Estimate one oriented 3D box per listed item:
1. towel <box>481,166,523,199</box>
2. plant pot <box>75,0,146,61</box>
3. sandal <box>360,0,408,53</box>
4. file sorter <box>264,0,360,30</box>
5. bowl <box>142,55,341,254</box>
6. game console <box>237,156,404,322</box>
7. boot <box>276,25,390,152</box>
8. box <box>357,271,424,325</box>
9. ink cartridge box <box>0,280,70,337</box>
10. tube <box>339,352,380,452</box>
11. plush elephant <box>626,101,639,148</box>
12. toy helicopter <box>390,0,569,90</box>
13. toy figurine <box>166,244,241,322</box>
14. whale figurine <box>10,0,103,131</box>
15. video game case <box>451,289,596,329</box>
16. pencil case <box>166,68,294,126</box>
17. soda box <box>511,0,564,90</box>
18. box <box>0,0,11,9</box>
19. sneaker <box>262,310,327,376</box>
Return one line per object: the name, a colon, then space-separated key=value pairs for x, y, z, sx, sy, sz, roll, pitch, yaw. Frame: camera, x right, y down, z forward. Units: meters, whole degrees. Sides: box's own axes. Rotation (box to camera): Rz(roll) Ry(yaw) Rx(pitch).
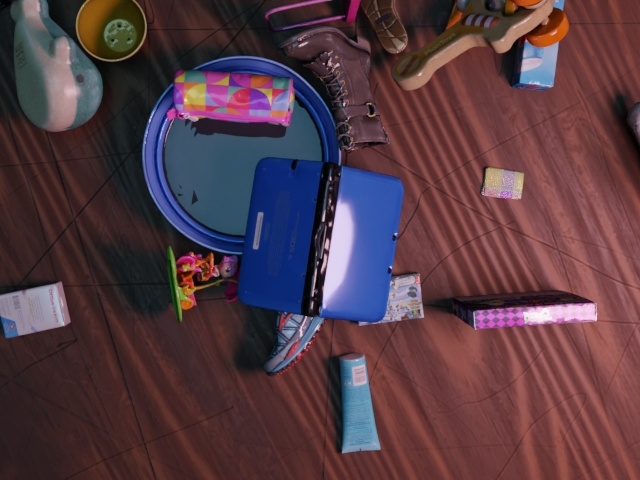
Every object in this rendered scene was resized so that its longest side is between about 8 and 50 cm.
towel: x=0.377 y=-0.118 z=1.744 sx=0.083 sy=0.009 sz=0.060 roll=7 pitch=92 yaw=-3
plant pot: x=-0.402 y=-0.412 z=1.660 sx=0.134 sy=0.095 sz=0.134 roll=0 pitch=92 yaw=-2
sandal: x=0.130 y=-0.452 z=1.697 sx=0.072 sy=0.049 sz=0.180 roll=-22 pitch=76 yaw=13
file sorter: x=-0.042 y=-0.568 z=1.614 sx=0.182 sy=0.202 sz=0.290 roll=-11 pitch=93 yaw=0
bowl: x=-0.156 y=-0.169 z=1.690 sx=0.392 sy=0.077 sz=0.390 roll=0 pitch=93 yaw=-2
game console: x=0.000 y=0.000 z=1.646 sx=0.250 sy=0.173 sz=0.292 roll=8 pitch=88 yaw=28
boot: x=0.037 y=-0.283 z=1.625 sx=0.263 sy=0.091 sz=0.228 roll=-4 pitch=84 yaw=-45
box: x=0.140 y=0.120 z=1.737 sx=0.137 sy=0.027 sz=0.093 roll=-6 pitch=94 yaw=-2
ink cartridge box: x=-0.576 y=0.139 z=1.700 sx=0.123 sy=0.052 sz=0.088 roll=-12 pitch=93 yaw=0
tube: x=0.075 y=0.337 z=1.737 sx=0.080 sy=0.052 sz=0.207 roll=-5 pitch=98 yaw=3
plush elephant: x=0.800 y=-0.137 z=1.640 sx=0.256 sy=0.271 sz=0.330 roll=-27 pitch=122 yaw=12
toy helicopter: x=0.286 y=-0.422 z=1.649 sx=0.355 sy=0.235 sz=0.140 roll=-34 pitch=135 yaw=7
toy figurine: x=-0.216 y=0.069 z=1.674 sx=0.159 sy=0.130 sz=0.173 roll=-10 pitch=131 yaw=-14
whale figurine: x=-0.511 y=-0.348 z=1.632 sx=0.141 sy=0.216 sz=0.271 roll=-16 pitch=88 yaw=-40
video game case: x=0.392 y=0.134 z=1.656 sx=0.232 sy=0.210 sz=0.041 roll=-4 pitch=93 yaw=-3
pencil case: x=-0.168 y=-0.266 z=1.599 sx=0.237 sy=0.104 sz=0.104 roll=1 pitch=92 yaw=-2
soda box: x=0.440 y=-0.413 z=1.705 sx=0.071 sy=0.067 sz=0.210 roll=7 pitch=92 yaw=-3
box: x=-0.755 y=-0.495 z=1.665 sx=0.220 sy=0.051 sz=0.175 roll=-31 pitch=93 yaw=0
sneaker: x=-0.052 y=0.150 z=1.708 sx=0.125 sy=0.104 sz=0.261 roll=33 pitch=83 yaw=6
